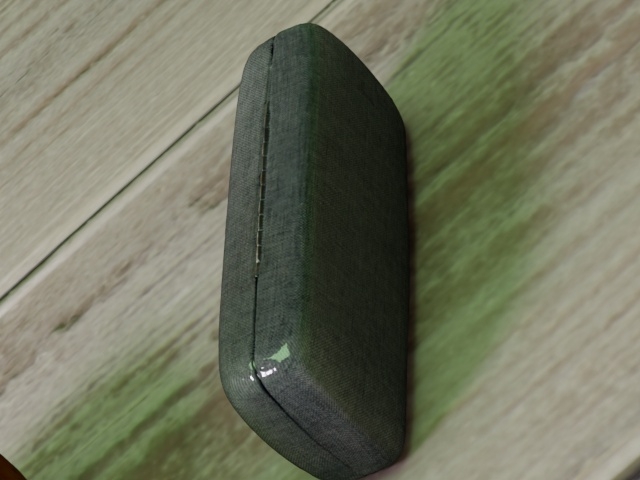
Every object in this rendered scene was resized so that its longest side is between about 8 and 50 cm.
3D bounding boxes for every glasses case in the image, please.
[{"bbox_3d":[0.000,0.000,1.268,0.074,0.131,0.323,-26,41,28],"label":"glasses case"}]

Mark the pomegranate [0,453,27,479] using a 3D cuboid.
[{"bbox_3d":[-0.274,0.222,1.258,0.209,0.209,0.209,-25,42,24],"label":"pomegranate"}]
